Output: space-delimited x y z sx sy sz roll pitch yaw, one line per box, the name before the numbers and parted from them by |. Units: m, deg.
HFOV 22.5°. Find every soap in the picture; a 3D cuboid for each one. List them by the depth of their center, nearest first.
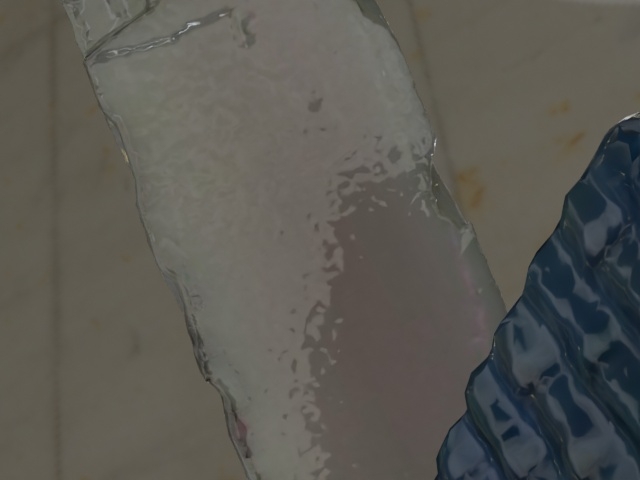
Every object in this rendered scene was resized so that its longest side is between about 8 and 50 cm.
soap | 0.000 0.000 0.793 0.159 0.257 0.302 -22 -129 -6

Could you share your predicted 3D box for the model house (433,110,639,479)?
model house | 0.289 0.134 0.480 0.446 0.400 0.395 -23 -145 1
